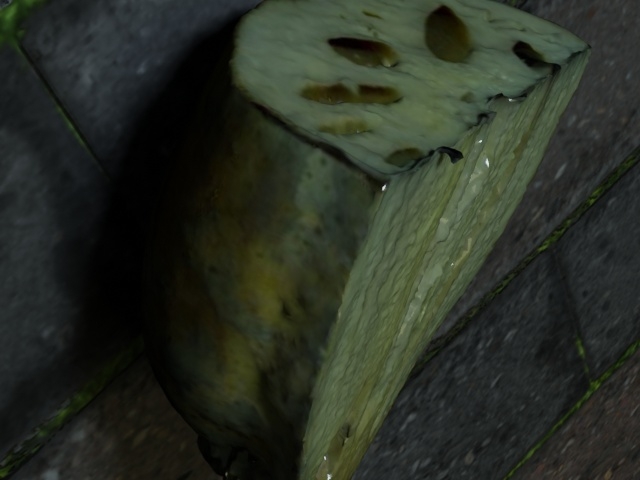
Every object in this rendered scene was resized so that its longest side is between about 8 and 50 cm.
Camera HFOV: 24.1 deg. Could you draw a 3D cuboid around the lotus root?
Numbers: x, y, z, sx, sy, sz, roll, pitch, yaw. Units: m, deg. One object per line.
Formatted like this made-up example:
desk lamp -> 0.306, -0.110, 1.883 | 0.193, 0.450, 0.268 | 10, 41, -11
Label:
lotus root -> 0.002, 0.006, 0.809 | 0.267, 0.149, 0.260 | -34, 150, -54
